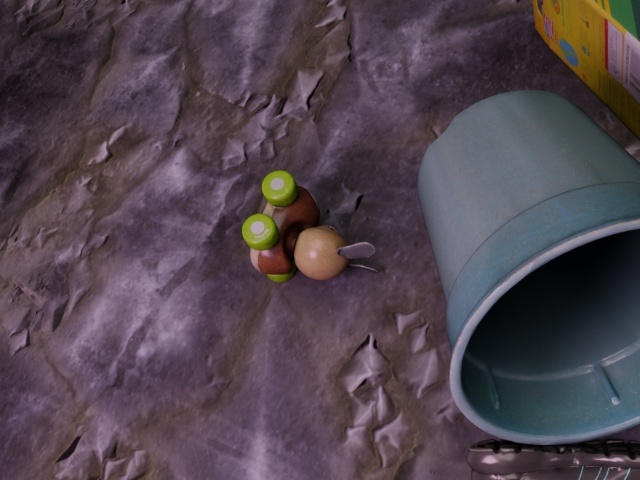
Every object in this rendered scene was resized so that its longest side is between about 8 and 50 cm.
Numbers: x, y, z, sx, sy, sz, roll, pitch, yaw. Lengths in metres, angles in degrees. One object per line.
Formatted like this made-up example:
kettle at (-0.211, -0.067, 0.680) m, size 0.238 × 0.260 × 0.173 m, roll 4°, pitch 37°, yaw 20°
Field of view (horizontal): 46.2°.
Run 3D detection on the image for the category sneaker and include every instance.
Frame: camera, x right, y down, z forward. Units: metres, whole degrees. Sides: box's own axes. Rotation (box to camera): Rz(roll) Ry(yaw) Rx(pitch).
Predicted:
sneaker at (0.313, 0.294, 0.898) m, size 0.268 × 0.101 × 0.106 m, roll -4°, pitch 84°, yaw 18°

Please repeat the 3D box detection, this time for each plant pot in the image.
plant pot at (0.278, 0.005, 0.906) m, size 0.341 × 0.341 × 0.334 m, roll -22°, pitch 41°, yaw 9°

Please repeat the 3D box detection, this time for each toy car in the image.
toy car at (0.000, 0.000, 1.137) m, size 0.189 × 0.155 × 0.148 m, roll 16°, pitch 70°, yaw 18°

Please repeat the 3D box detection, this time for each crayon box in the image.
crayon box at (0.423, -0.305, 1.099) m, size 0.081 × 0.202 × 0.318 m, roll -31°, pitch 57°, yaw 3°
